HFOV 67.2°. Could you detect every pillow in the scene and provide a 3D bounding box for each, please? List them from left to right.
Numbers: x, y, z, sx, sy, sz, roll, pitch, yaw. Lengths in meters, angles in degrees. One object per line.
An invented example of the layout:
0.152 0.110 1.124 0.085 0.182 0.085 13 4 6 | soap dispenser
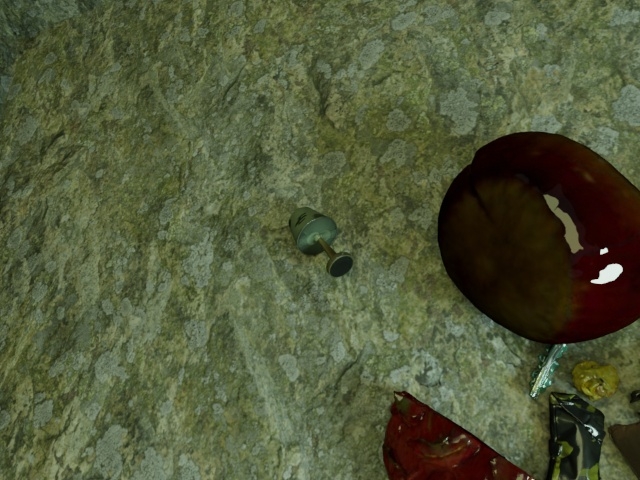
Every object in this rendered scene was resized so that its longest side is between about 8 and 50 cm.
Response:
0.606 0.361 0.835 0.034 0.211 0.135 -11 57 -22 | pillow

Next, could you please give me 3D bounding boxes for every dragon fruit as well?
0.207 0.455 0.913 0.286 0.228 0.329 -47 63 -2 | dragon fruit

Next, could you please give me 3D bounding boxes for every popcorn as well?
0.549 0.288 0.962 0.084 0.084 0.084 -8 65 17 | popcorn

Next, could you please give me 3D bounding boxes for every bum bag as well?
0.485 0.413 0.922 0.107 0.060 0.232 7 70 16 | bum bag

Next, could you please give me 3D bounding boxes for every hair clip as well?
0.481 0.251 1.006 0.049 0.049 0.172 27 84 28 | hair clip

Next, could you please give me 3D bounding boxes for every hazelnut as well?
0.441 0.002 0.960 0.402 0.402 0.429 -43 58 -2 | hazelnut

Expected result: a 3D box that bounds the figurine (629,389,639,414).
0.722 0.283 0.841 0.265 0.197 0.175 -23 98 6 | figurine

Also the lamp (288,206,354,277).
0.000 0.000 1.240 0.121 0.121 0.214 -39 47 0 | lamp
